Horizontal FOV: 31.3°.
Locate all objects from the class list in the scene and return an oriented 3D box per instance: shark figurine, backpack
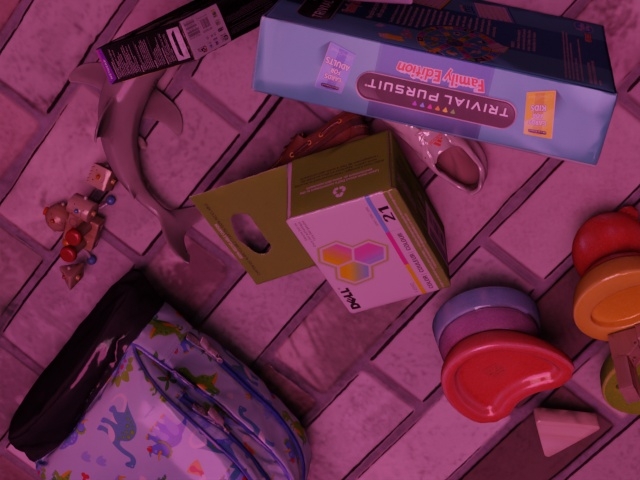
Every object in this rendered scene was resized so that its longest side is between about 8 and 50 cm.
[{"bbox_3d":[-0.228,-0.112,1.351,0.166,0.116,0.278,0,112,12],"label":"shark figurine"},{"bbox_3d":[-0.182,0.263,1.452,0.355,0.273,0.290,36,109,-20],"label":"backpack"}]

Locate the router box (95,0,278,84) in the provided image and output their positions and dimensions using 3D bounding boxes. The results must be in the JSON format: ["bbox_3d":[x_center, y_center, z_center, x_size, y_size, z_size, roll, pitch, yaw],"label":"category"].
[{"bbox_3d":[-0.132,-0.229,1.223,0.133,0.179,0.046,-7,112,40],"label":"router box"}]

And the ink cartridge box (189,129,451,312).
[{"bbox_3d":[0.000,0.000,1.327,0.255,0.097,0.189,-17,137,17],"label":"ink cartridge box"}]

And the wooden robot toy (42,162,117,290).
[{"bbox_3d":[-0.316,-0.026,1.431,0.079,0.076,0.173,27,116,10],"label":"wooden robot toy"}]

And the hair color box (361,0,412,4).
[{"bbox_3d":[-0.076,-0.331,1.183,0.374,0.185,0.114,7,115,8],"label":"hair color box"}]

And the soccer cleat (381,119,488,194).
[{"bbox_3d":[0.118,-0.128,1.282,0.196,0.076,0.068,40,114,-18],"label":"soccer cleat"}]

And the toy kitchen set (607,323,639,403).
[{"bbox_3d":[0.373,0.139,1.264,0.083,0.075,0.068,-19,136,21],"label":"toy kitchen set"}]

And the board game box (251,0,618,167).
[{"bbox_3d":[0.122,-0.188,1.171,0.335,0.254,0.079,13,116,5],"label":"board game box"}]

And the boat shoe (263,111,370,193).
[{"bbox_3d":[-0.013,-0.097,1.351,0.178,0.064,0.060,-27,73,28],"label":"boat shoe"}]

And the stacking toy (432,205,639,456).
[{"bbox_3d":[0.305,0.111,1.380,0.308,0.130,0.279,-28,132,23],"label":"stacking toy"}]
